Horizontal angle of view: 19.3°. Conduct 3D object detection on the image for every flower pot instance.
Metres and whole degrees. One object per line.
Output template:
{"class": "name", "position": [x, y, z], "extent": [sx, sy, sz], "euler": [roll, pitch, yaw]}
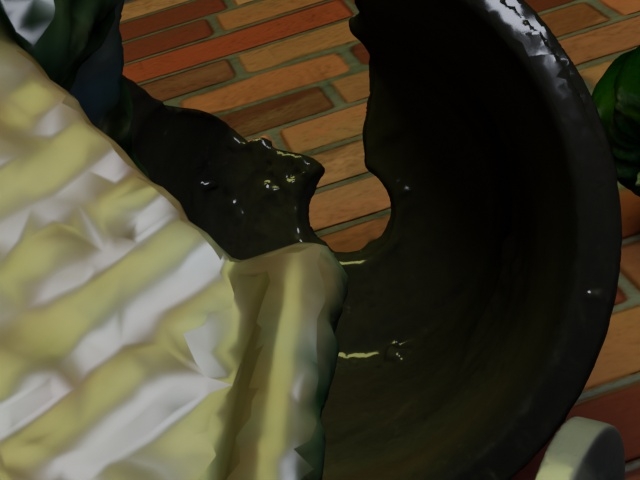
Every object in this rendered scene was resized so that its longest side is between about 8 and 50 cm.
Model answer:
{"class": "flower pot", "position": [0.000, 0.000, 1.162], "extent": [0.379, 0.379, 0.251], "euler": [-12, 1, 10]}

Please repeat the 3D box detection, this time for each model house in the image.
{"class": "model house", "position": [-0.118, 0.139, 0.700], "extent": [0.395, 0.445, 0.400], "euler": [-33, 66, -30]}

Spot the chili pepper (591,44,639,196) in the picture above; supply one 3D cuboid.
{"class": "chili pepper", "position": [0.367, -0.139, 1.355], "extent": [0.385, 0.167, 0.213], "euler": [-28, 16, -21]}

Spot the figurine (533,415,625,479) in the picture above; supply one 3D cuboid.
{"class": "figurine", "position": [0.202, 0.160, 0.787], "extent": [0.236, 0.133, 0.176], "euler": [10, 33, 22]}
